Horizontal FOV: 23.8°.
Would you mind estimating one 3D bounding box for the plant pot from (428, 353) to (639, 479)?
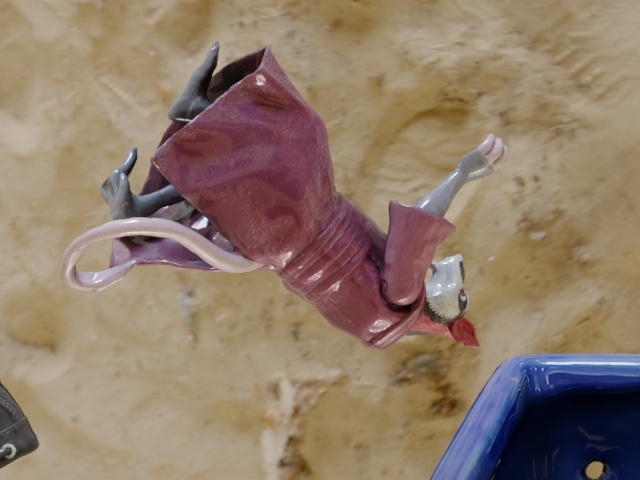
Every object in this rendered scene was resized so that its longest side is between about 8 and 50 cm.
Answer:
[{"bbox_3d":[0.167,0.179,0.591,0.236,0.236,0.212,0,105,16],"label":"plant pot"}]

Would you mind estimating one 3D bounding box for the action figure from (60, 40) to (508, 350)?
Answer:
[{"bbox_3d":[0.000,0.000,1.380,0.370,0.275,0.248,38,141,-11],"label":"action figure"}]

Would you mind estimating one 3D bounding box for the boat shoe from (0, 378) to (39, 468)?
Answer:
[{"bbox_3d":[-0.242,0.157,0.780,0.228,0.080,0.076,-42,92,-20],"label":"boat shoe"}]
